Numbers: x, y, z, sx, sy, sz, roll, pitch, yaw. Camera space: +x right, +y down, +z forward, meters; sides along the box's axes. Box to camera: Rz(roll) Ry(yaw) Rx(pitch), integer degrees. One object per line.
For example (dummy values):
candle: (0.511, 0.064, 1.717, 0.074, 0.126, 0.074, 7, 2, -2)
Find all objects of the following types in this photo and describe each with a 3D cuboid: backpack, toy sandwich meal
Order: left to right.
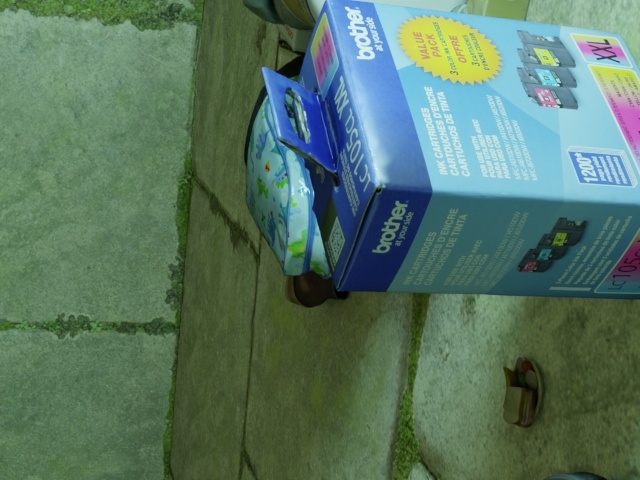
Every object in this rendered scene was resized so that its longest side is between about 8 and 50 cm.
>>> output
backpack: (-0.003, -0.092, 1.884, 0.355, 0.273, 0.290, 49, 140, 34)
toy sandwich meal: (0.238, 0.181, 1.379, 0.085, 0.029, 0.086, -178, 90, -73)

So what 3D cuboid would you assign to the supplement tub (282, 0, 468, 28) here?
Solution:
supplement tub: (0.059, -0.404, 1.674, 0.331, 0.241, 0.241, -126, 41, -65)

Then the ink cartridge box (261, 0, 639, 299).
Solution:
ink cartridge box: (0.133, -0.088, 1.121, 0.151, 0.395, 0.270, 109, 156, -45)

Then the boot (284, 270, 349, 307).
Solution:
boot: (0.000, 0.000, 2.158, 0.207, 0.090, 0.249, -14, 73, 60)

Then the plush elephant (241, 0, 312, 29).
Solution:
plush elephant: (-0.015, -0.475, 1.959, 0.271, 0.330, 0.255, 27, 157, 36)

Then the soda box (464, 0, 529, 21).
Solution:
soda box: (0.230, -0.349, 1.414, 0.061, 0.058, 0.181, -118, 34, -59)

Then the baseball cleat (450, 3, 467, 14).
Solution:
baseball cleat: (0.160, -0.219, 1.571, 0.109, 0.072, 0.206, 18, 107, 46)

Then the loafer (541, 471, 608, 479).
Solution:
loafer: (0.282, 0.383, 1.155, 0.109, 0.095, 0.303, -12, 80, 42)

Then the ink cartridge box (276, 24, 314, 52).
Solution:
ink cartridge box: (-0.013, -0.479, 2.187, 0.158, 0.092, 0.218, -118, 32, -60)
